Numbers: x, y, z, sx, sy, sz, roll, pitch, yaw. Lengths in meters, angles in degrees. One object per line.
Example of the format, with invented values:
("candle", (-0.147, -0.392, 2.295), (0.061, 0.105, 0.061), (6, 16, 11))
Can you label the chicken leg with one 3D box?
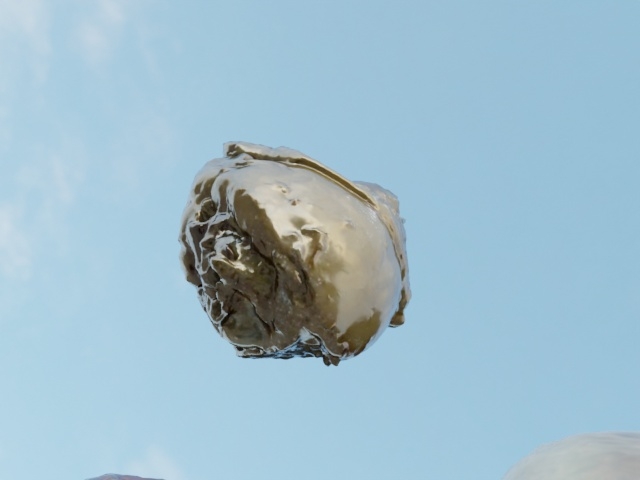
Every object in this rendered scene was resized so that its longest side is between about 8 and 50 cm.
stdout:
("chicken leg", (0.000, -0.003, 0.420), (0.084, 0.198, 0.069), (8, -81, 11))

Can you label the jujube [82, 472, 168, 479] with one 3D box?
("jujube", (-0.037, 0.261, 0.647), (0.318, 0.223, 0.223), (32, -59, -21))

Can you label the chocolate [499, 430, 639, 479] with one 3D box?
("chocolate", (0.211, 0.143, 0.400), (0.303, 0.185, 0.101), (10, -61, 1))
